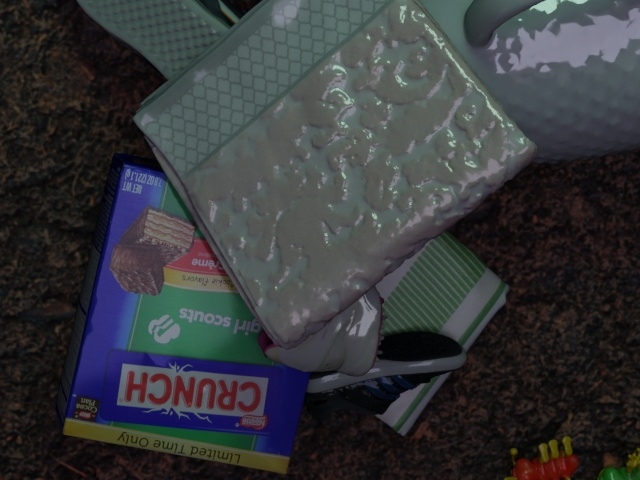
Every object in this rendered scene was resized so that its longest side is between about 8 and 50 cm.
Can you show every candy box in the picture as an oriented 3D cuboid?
[{"bbox_3d":[-0.140,0.085,1.530,0.268,0.122,0.317,12,97,-14],"label":"candy box"}]

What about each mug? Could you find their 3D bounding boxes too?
[{"bbox_3d":[0.262,-0.231,1.440,0.328,0.374,0.276,-13,79,-2],"label":"mug"}]

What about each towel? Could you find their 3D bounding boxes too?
[{"bbox_3d":[0.043,0.056,1.633,0.325,0.038,0.248,36,94,-7],"label":"towel"},{"bbox_3d":[0.002,-0.107,1.368,0.332,0.053,0.317,-39,76,13],"label":"towel"}]

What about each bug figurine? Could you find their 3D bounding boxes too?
[{"bbox_3d":[0.345,0.373,1.680,0.216,0.072,0.279,-9,94,-9],"label":"bug figurine"}]

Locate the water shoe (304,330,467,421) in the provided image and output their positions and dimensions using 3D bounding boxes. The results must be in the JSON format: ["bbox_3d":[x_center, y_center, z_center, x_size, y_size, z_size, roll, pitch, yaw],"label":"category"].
[{"bbox_3d":[0.077,0.165,1.604,0.203,0.073,0.080,-9,119,1],"label":"water shoe"}]

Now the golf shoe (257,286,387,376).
[{"bbox_3d":[0.000,0.000,1.433,0.140,0.115,0.306,0,98,-13],"label":"golf shoe"}]

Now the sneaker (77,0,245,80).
[{"bbox_3d":[-0.180,-0.265,1.536,0.126,0.127,0.321,-43,75,13],"label":"sneaker"}]
